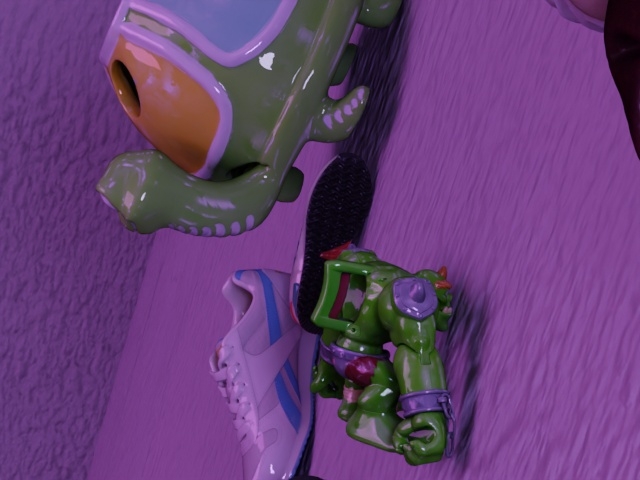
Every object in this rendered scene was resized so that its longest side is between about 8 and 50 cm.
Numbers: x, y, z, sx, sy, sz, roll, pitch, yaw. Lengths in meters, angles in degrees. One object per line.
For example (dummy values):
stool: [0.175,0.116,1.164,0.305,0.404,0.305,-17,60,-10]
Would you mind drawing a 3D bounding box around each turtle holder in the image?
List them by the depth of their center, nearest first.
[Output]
turtle holder: [-0.088,-0.148,1.421,0.320,0.227,0.243,-65,9,-1]

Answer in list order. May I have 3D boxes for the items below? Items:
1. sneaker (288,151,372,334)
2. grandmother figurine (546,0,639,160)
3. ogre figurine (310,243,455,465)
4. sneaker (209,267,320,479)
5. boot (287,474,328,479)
sneaker: [0.000,0.000,1.372,0.075,0.057,0.161,-168,88,-72]
grandmother figurine: [0.172,-0.112,0.660,0.208,0.104,0.342,-65,17,11]
ogre figurine: [0.041,0.072,1.048,0.197,0.097,0.118,-85,-2,-80]
sneaker: [-0.056,0.133,1.404,0.087,0.092,0.228,126,153,-56]
boot: [-0.033,0.310,1.199,0.161,0.083,0.246,115,170,-66]
